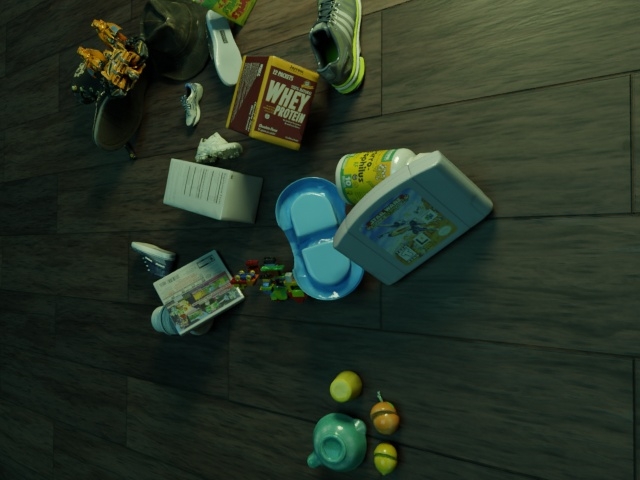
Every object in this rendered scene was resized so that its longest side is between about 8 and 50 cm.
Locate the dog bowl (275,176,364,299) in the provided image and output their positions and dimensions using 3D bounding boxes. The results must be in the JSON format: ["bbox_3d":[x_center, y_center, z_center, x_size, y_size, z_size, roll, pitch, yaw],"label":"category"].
[{"bbox_3d":[0.000,0.000,1.186,0.166,0.074,0.297,-18,76,0],"label":"dog bowl"}]

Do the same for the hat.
[{"bbox_3d":[-0.471,-0.662,1.543,0.331,0.134,0.331,-2,87,36],"label":"hat"}]

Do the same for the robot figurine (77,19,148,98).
[{"bbox_3d":[-0.641,-0.564,1.544,0.291,0.085,0.211,41,103,34],"label":"robot figurine"}]

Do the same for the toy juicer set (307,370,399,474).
[{"bbox_3d":[0.072,0.490,1.158,0.209,0.089,0.329,23,94,21],"label":"toy juicer set"}]

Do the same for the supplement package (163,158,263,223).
[{"bbox_3d":[-0.302,-0.139,1.403,0.244,0.139,0.134,16,97,35],"label":"supplement package"}]

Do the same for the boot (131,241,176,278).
[{"bbox_3d":[-0.549,0.063,1.617,0.190,0.069,0.086,16,95,33],"label":"boot"}]

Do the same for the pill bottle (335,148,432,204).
[{"bbox_3d":[0.147,-0.139,1.093,0.208,0.117,0.118,1,90,36],"label":"pill bottle"}]

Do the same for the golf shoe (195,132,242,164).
[{"bbox_3d":[-0.297,-0.276,1.450,0.176,0.069,0.086,-3,81,35],"label":"golf shoe"}]

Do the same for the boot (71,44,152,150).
[{"bbox_3d":[-0.737,-0.490,1.711,0.284,0.138,0.377,10,85,36],"label":"boot"}]

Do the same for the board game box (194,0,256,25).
[{"bbox_3d":[-0.264,-0.666,1.362,0.043,0.181,0.092,46,114,27],"label":"board game box"}]

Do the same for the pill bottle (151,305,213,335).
[{"bbox_3d":[-0.416,0.231,1.495,0.180,0.108,0.108,-9,83,36],"label":"pill bottle"}]

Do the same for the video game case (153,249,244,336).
[{"bbox_3d":[-0.346,0.145,1.422,0.201,0.023,0.183,-30,65,-14],"label":"video game case"}]

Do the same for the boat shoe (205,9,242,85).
[{"bbox_3d":[-0.289,-0.548,1.447,0.076,0.080,0.228,-20,87,62],"label":"boat shoe"}]

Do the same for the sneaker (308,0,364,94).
[{"bbox_3d":[0.031,-0.506,1.183,0.111,0.121,0.300,-14,81,34],"label":"sneaker"}]

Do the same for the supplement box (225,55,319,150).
[{"bbox_3d":[-0.124,-0.344,1.247,0.194,0.129,0.191,32,108,56],"label":"supplement box"}]

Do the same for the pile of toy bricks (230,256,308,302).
[{"bbox_3d":[-0.114,0.115,1.299,0.212,0.118,0.105,-2,116,20],"label":"pile of toy bricks"}]

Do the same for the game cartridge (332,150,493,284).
[{"bbox_3d":[0.176,-0.039,1.032,0.297,0.198,0.062,-41,33,28],"label":"game cartridge"}]

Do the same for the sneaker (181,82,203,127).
[{"bbox_3d":[-0.403,-0.417,1.532,0.052,0.058,0.135,10,95,36],"label":"sneaker"}]

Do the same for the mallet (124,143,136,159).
[{"bbox_3d":[-0.701,-0.347,1.761,0.062,0.039,0.190,-40,71,27],"label":"mallet"}]
